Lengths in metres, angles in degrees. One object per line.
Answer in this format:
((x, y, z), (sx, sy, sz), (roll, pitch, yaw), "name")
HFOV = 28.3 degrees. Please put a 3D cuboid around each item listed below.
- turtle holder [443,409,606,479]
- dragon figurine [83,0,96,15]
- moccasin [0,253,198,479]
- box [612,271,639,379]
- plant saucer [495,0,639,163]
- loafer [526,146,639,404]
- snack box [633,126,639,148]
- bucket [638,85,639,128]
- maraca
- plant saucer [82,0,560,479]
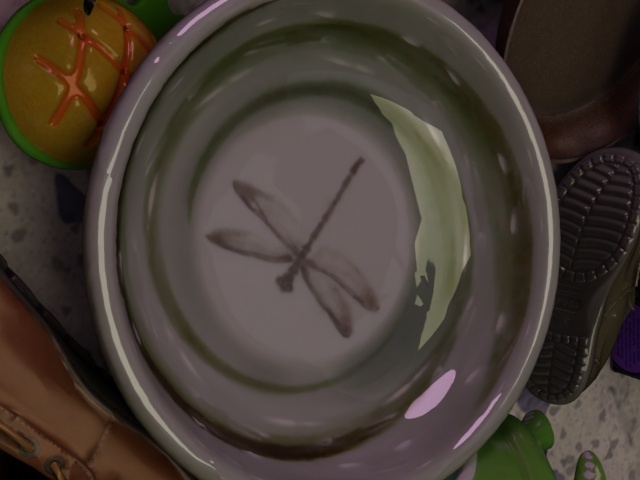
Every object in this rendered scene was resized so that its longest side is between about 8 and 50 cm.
((0.105, 0.284, 1.026), (0.227, 0.320, 0.243), (-3, 129, -9), "turtle holder")
((-0.182, -0.234, 0.775), (0.144, 0.085, 0.289), (20, 126, -13), "dragon figurine")
((-0.189, 0.161, 0.907), (0.147, 0.139, 0.380), (-47, 119, -16), "moccasin")
((0.442, 0.049, 1.296), (0.270, 0.143, 0.165), (-11, 105, -32), "box")
((0.260, -0.214, 1.129), (0.310, 0.050, 0.311), (-26, 136, -28), "plant saucer")
((0.257, 0.032, 1.217), (0.087, 0.094, 0.251), (0, 109, -58), "loafer")
((0.391, -0.122, 1.294), (0.141, 0.037, 0.100), (17, 88, -34), "snack box")
((0.437, -0.123, 1.136), (0.183, 0.281, 0.281), (-13, 106, -32), "bucket")
((-0.155, -0.119, 0.906), (0.185, 0.099, 0.127), (-23, 111, -45), "maraca")
((0.000, 0.000, 0.952), (0.400, 0.100, 0.401), (-1, 92, -31), "plant saucer")
